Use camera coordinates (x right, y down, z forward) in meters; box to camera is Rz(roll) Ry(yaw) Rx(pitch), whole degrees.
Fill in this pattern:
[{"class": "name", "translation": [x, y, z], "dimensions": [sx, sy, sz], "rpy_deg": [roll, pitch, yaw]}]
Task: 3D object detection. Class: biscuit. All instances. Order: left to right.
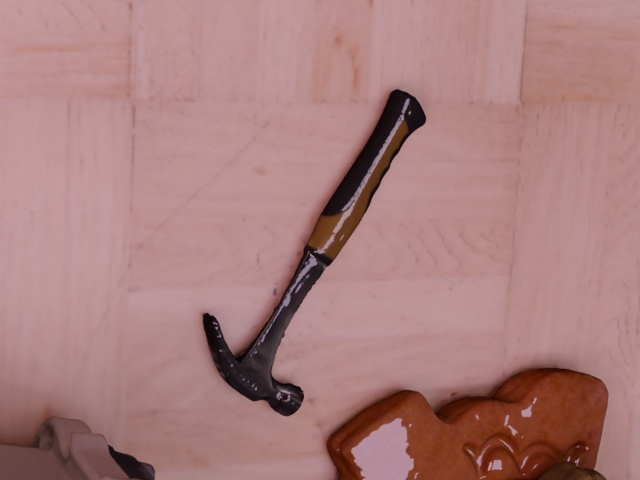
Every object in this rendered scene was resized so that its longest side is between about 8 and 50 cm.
[{"class": "biscuit", "translation": [0.100, 0.229, 1.014], "dimensions": [0.284, 0.043, 0.306], "rpy_deg": [-35, 113, -16]}]

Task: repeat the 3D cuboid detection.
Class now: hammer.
[{"class": "hammer", "translation": [0.000, 0.000, 0.934], "dimensions": [0.078, 0.021, 0.201], "rpy_deg": [32, 85, -27]}]

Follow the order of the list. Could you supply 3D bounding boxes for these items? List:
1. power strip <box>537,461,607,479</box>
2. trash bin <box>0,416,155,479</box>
[{"class": "power strip", "translation": [0.070, 0.243, 0.957], "dimensions": [0.305, 0.044, 0.064], "rpy_deg": [-42, 116, -11]}, {"class": "trash bin", "translation": [-0.241, 0.197, 0.716], "dimensions": [0.367, 0.296, 0.256], "rpy_deg": [15, 94, -22]}]
